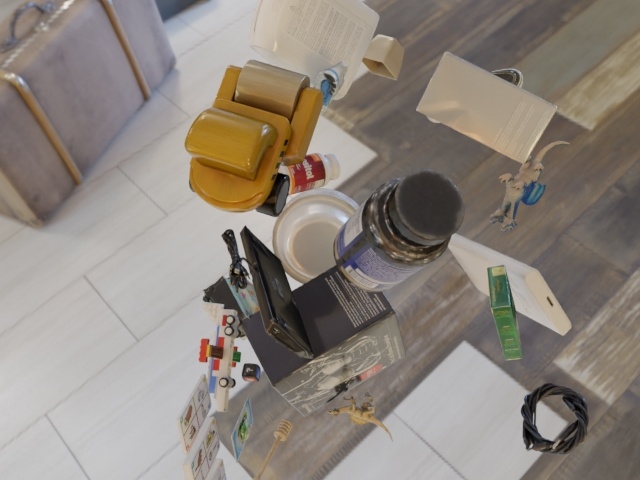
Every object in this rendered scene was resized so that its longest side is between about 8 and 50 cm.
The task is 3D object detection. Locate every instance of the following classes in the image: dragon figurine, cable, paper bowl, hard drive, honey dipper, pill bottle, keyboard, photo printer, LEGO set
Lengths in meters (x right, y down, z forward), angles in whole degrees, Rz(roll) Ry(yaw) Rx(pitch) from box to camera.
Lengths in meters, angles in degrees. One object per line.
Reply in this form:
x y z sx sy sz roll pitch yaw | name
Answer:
0.563 -0.154 1.765 0.085 0.144 0.289 34 74 33 | dragon figurine
0.529 0.394 1.453 0.151 0.047 0.184 -23 30 37 | cable
0.000 0.000 1.865 0.284 0.284 0.148 -5 16 5 | paper bowl
0.443 0.098 1.546 0.040 0.203 0.307 -43 27 -6 | hard drive
-0.103 0.451 1.363 0.031 0.030 0.160 12 39 17 | honey dipper
-0.032 -0.164 1.554 0.152 0.086 0.086 -17 52 -26 | pill bottle
-0.108 0.068 1.133 0.033 0.201 0.317 -38 32 7 | keyboard
-0.023 -0.534 1.617 0.107 0.308 0.256 26 94 54 | photo printer
0.104 -0.011 0.879 0.123 0.219 0.122 5 71 -15 | pill bottle
-0.130 0.199 0.788 0.060 0.182 0.244 2 29 12 | LEGO set

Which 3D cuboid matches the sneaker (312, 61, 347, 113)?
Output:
0.021 -0.380 1.597 0.071 0.191 0.083 45 67 -6 | sneaker

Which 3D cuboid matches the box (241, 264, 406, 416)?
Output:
0.020 0.239 1.543 0.313 0.343 0.179 -30 61 -3 | box

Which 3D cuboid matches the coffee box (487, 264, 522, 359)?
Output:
0.382 0.150 1.330 0.041 0.184 0.113 -10 45 18 | coffee box

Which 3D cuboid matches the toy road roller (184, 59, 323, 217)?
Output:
-0.141 -0.215 1.267 0.203 0.240 0.329 18 83 8 | toy road roller

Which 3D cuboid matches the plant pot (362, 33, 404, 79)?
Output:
0.202 -0.587 2.035 0.109 0.109 0.096 29 89 36 | plant pot

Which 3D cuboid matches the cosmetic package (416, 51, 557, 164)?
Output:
0.317 -0.258 1.244 0.238 0.127 0.107 30 20 5 | cosmetic package

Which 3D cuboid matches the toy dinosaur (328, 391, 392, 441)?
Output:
0.116 0.450 1.677 0.183 0.092 0.053 19 28 10 | toy dinosaur

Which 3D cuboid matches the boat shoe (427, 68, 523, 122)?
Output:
0.331 -0.318 1.385 0.219 0.070 0.077 -22 72 7 | boat shoe

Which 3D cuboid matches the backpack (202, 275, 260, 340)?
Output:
-0.229 0.191 1.818 0.144 0.188 0.166 -34 64 -7 | backpack
